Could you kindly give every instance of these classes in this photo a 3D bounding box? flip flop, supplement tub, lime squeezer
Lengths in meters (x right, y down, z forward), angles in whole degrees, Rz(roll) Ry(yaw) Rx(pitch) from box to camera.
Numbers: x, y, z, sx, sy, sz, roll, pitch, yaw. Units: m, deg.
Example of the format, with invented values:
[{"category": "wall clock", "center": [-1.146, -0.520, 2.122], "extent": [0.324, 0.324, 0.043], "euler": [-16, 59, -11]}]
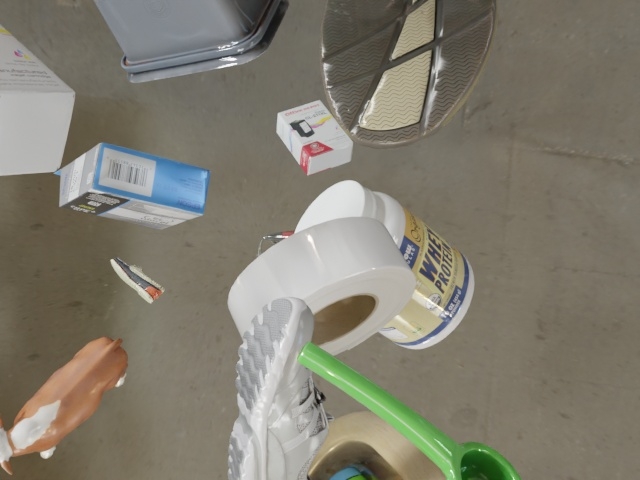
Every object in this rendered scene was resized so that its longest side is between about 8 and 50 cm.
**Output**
[{"category": "flip flop", "center": [0.059, -0.181, 0.535], "extent": [0.112, 0.080, 0.277], "euler": [-5, 63, 11]}, {"category": "supplement tub", "center": [0.121, 0.048, 1.500], "extent": [0.316, 0.228, 0.228], "euler": [35, 86, -30]}, {"category": "lime squeezer", "center": [0.099, 0.179, 0.515], "extent": [0.059, 0.110, 0.310], "euler": [-46, 119, -37]}]

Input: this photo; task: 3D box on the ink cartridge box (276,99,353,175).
[{"category": "ink cartridge box", "center": [-0.017, -0.262, 1.960], "extent": [0.127, 0.072, 0.175], "euler": [-22, 57, -21]}]

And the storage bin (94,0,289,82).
[{"category": "storage bin", "center": [-0.104, -0.191, 0.586], "extent": [0.135, 0.091, 0.098], "euler": [-1, 50, 28]}]

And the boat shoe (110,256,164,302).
[{"category": "boat shoe", "center": [-0.403, 0.080, 1.701], "extent": [0.137, 0.049, 0.043], "euler": [39, 64, 13]}]

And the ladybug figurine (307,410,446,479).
[{"category": "ladybug figurine", "center": [0.088, 0.427, 1.152], "extent": [0.162, 0.449, 0.305], "euler": [37, 90, -25]}]

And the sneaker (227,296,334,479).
[{"category": "sneaker", "center": [-0.038, 0.191, 0.916], "extent": [0.115, 0.105, 0.281], "euler": [2, 116, -21]}]

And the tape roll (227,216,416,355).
[{"category": "tape roll", "center": [0.004, 0.088, 1.209], "extent": [0.286, 0.286, 0.100], "euler": [-27, 63, -5]}]

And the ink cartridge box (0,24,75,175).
[{"category": "ink cartridge box", "center": [-0.459, -0.192, 0.922], "extent": [0.278, 0.201, 0.117], "euler": [40, 122, 30]}]

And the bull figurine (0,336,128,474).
[{"category": "bull figurine", "center": [-0.461, 0.294, 1.363], "extent": [0.310, 0.188, 0.101], "euler": [-41, 85, -23]}]

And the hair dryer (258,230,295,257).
[{"category": "hair dryer", "center": [0.000, 0.000, 1.727], "extent": [0.224, 0.080, 0.293], "euler": [29, 115, -6]}]

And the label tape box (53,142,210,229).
[{"category": "label tape box", "center": [-0.421, -0.101, 1.672], "extent": [0.241, 0.334, 0.106], "euler": [13, 76, -32]}]
